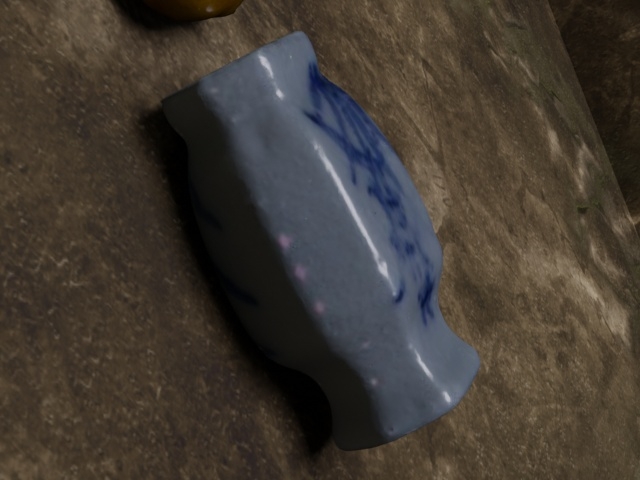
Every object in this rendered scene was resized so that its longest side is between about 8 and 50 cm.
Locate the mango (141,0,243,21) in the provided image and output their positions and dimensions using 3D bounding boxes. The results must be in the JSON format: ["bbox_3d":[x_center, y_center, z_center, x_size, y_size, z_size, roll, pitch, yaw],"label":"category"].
[{"bbox_3d":[-0.141,-0.307,1.578,0.151,0.120,0.221,68,16,-5],"label":"mango"}]

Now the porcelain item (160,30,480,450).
[{"bbox_3d":[0.000,0.000,1.514,0.405,0.178,0.242,61,24,-6],"label":"porcelain item"}]
